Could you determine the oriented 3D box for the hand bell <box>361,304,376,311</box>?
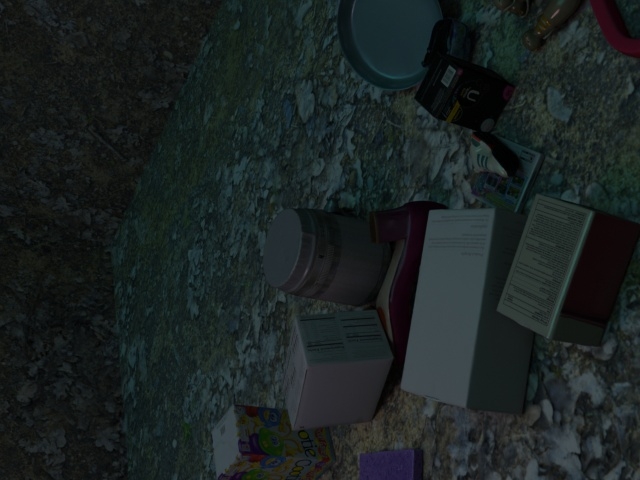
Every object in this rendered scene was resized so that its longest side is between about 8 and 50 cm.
[{"bbox_3d":[0.064,0.262,2.032,0.242,0.126,0.126,-52,36,18],"label":"hand bell"}]

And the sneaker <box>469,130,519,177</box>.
[{"bbox_3d":[0.360,-0.163,1.666,0.161,0.057,0.075,-119,32,-47],"label":"sneaker"}]

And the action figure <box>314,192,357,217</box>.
[{"bbox_3d":[0.000,0.000,2.151,0.099,0.185,0.285,48,131,50],"label":"action figure"}]

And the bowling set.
[{"bbox_3d":[0.393,-0.554,1.649,0.154,0.199,0.287,-49,36,43],"label":"bowling set"}]

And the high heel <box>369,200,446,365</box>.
[{"bbox_3d":[0.221,0.100,1.831,0.127,0.181,0.377,-134,38,-74],"label":"high heel"}]

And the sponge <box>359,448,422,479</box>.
[{"bbox_3d":[0.158,0.539,1.805,0.210,0.031,0.117,-26,57,54],"label":"sponge"}]

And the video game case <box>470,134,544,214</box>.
[{"bbox_3d":[0.389,-0.135,1.668,0.157,0.019,0.143,41,115,57],"label":"video game case"}]

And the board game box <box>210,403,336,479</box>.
[{"bbox_3d":[-0.122,0.531,2.048,0.144,0.275,0.142,-54,37,36],"label":"board game box"}]

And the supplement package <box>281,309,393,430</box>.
[{"bbox_3d":[0.033,0.306,1.864,0.262,0.204,0.145,102,159,-44],"label":"supplement package"}]

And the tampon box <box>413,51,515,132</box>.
[{"bbox_3d":[0.312,-0.320,1.726,0.120,0.161,0.101,-64,32,25],"label":"tampon box"}]

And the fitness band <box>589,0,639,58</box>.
[{"bbox_3d":[0.584,-0.463,1.423,0.209,0.054,0.291,-47,40,46],"label":"fitness band"}]

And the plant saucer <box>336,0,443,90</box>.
[{"bbox_3d":[0.181,-0.541,2.014,0.317,0.043,0.318,17,120,32],"label":"plant saucer"}]

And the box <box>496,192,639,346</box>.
[{"bbox_3d":[0.436,0.051,1.403,0.148,0.126,0.232,31,107,59],"label":"box"}]

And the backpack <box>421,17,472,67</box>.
[{"bbox_3d":[0.304,-0.460,1.872,0.105,0.084,0.114,18,100,59],"label":"backpack"}]

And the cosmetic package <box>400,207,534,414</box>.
[{"bbox_3d":[0.304,0.135,1.579,0.217,0.156,0.385,5,84,61],"label":"cosmetic package"}]

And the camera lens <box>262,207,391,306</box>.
[{"bbox_3d":[0.021,0.042,1.983,0.219,0.274,0.220,-30,54,53],"label":"camera lens"}]

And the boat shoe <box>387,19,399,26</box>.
[{"bbox_3d":[0.209,-0.594,2.081,0.342,0.123,0.123,-43,64,41],"label":"boat shoe"}]
